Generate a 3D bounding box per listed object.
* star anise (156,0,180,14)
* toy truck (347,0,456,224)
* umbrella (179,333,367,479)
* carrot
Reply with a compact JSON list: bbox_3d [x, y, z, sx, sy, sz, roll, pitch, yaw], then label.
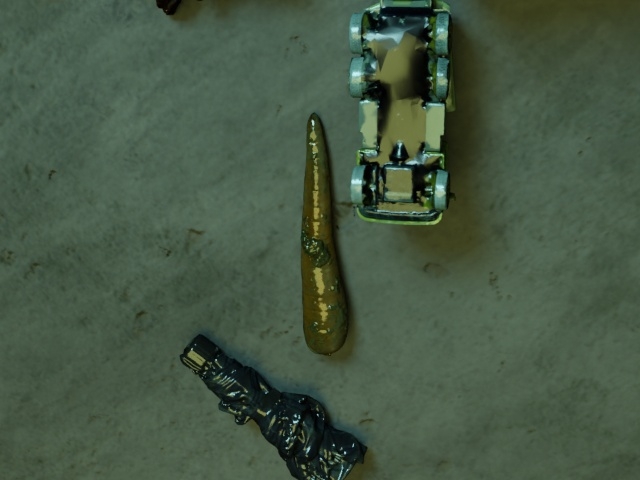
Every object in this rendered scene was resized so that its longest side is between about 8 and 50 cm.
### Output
[{"bbox_3d":[-0.105,-0.247,0.811,0.157,0.212,0.053,7,72,-7],"label":"star anise"},{"bbox_3d":[0.075,-0.117,0.834,0.085,0.116,0.191,2,106,14],"label":"toy truck"},{"bbox_3d":[-0.054,0.180,1.032,0.224,0.071,0.080,40,90,0],"label":"umbrella"},{"bbox_3d":[0.000,0.000,0.950,0.049,0.049,0.254,1,110,14],"label":"carrot"}]
